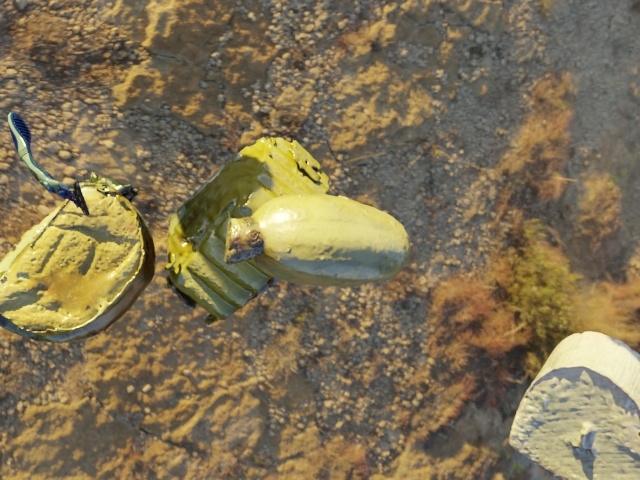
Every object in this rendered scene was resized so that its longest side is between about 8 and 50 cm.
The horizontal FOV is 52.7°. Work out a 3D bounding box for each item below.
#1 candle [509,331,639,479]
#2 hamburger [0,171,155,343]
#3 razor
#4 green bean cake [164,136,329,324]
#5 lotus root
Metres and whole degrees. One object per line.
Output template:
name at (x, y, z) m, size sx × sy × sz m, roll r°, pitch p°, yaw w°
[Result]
candle at (0.270, 0.189, 0.651) m, size 0.068 × 0.169 × 0.192 m, roll -38°, pitch 102°, yaw -39°
hamburger at (-0.393, 0.046, 1.080) m, size 0.211 × 0.132 × 0.308 m, roll 43°, pitch 79°, yaw -21°
razor at (-0.288, -0.083, 0.660) m, size 0.028 × 0.154 × 0.044 m, roll -33°, pitch 154°, yaw -25°
green bean cake at (-0.152, -0.040, 1.195) m, size 0.202 × 0.285 × 0.310 m, roll 41°, pitch 117°, yaw -18°
lotus root at (0.000, -0.001, 0.556) m, size 0.183 × 0.090 × 0.077 m, roll 7°, pitch 77°, yaw -37°
